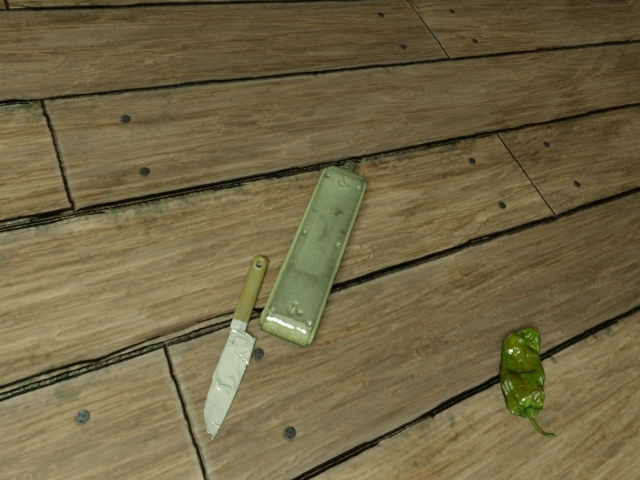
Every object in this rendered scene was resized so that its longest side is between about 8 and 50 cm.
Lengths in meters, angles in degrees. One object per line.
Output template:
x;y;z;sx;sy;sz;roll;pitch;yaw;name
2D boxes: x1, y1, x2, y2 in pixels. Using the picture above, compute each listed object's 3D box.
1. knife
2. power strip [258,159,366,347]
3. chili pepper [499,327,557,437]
-0.122;0.149;0.762;0.047;0.017;0.297;23;54;-11;knife
0.000;0.000;0.870;0.092;0.066;0.387;23;57;-2;power strip
0.334;0.238;0.827;0.072;0.073;0.204;12;43;10;chili pepper
